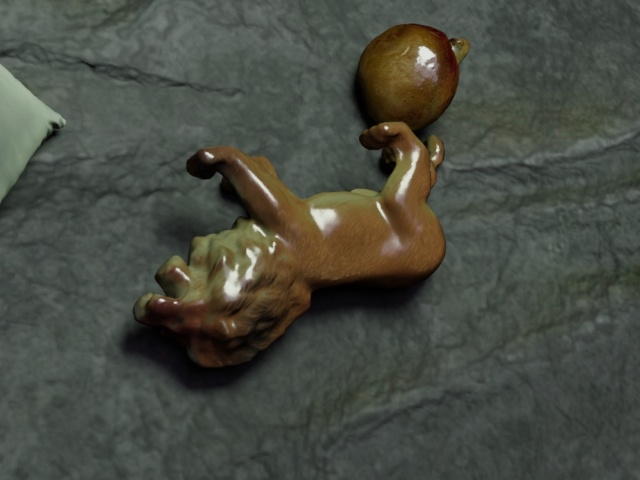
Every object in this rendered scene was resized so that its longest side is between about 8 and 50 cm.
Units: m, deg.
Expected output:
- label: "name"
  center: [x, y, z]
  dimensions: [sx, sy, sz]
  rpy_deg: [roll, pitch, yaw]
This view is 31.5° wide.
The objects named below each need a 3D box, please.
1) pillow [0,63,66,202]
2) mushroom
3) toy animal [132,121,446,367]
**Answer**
- label: "pillow"
  center: [-0.286, -0.046, 0.748]
  dimensions: [0.144, 0.078, 0.254]
  rpy_deg: [47, 55, -24]
- label: "mushroom"
  center: [0.085, -0.151, 0.966]
  dimensions: [0.088, 0.072, 0.129]
  rpy_deg: [21, 48, 29]
- label: "toy animal"
  center: [0.000, 0.000, 0.858]
  dimensions: [0.312, 0.097, 0.157]
  rpy_deg: [-10, 83, -28]
